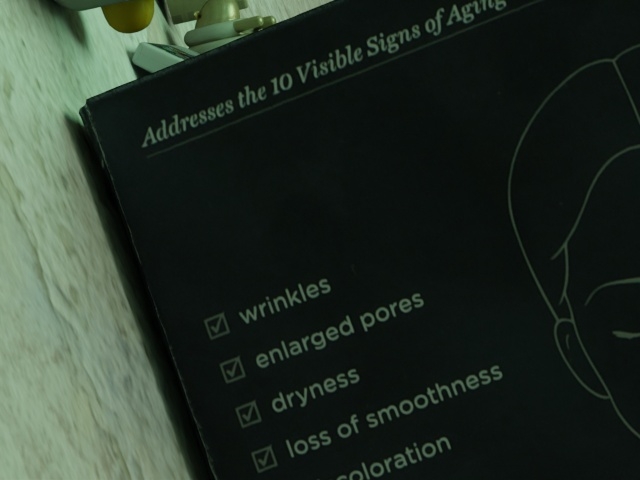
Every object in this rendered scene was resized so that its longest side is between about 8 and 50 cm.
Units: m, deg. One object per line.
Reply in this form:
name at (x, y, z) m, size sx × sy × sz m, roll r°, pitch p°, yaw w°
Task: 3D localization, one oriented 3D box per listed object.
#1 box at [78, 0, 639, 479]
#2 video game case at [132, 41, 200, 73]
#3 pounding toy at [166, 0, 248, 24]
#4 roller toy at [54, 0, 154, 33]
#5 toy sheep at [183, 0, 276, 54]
box at (0.161, 0.059, 1.282) m, size 0.297 × 0.480 × 0.471 m, roll 37°, pitch 33°, yaw -79°
video game case at (-0.049, -0.113, 1.567) m, size 0.190 × 0.022 × 0.173 m, roll 25°, pitch 6°, yaw 4°
pounding toy at (-0.133, -0.289, 1.726) m, size 0.130 × 0.100 × 0.141 m, roll -103°, pitch 179°, yaw -48°
roller toy at (-0.141, -0.256, 1.299) m, size 0.209 × 0.146 × 0.191 m, roll 63°, pitch 16°, yaw -74°
toy sheep at (-0.077, -0.152, 1.697) m, size 0.091 × 0.091 × 0.132 m, roll -22°, pitch 101°, yaw -83°
